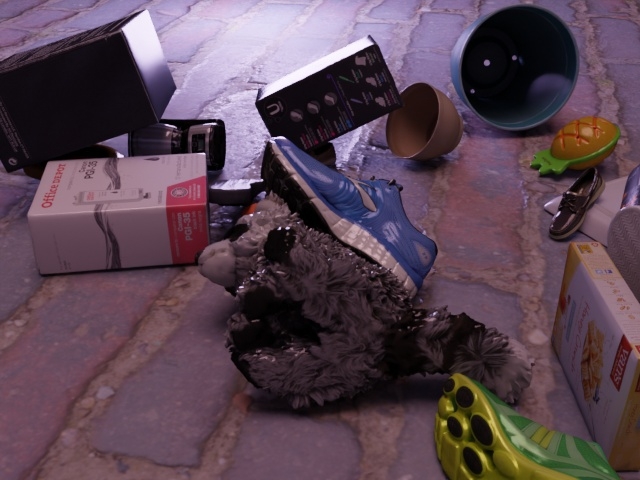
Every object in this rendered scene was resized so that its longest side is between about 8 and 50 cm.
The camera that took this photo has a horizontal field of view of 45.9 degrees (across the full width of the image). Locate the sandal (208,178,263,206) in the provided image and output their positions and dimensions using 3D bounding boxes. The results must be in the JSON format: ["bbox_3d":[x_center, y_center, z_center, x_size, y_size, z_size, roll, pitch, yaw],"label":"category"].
[{"bbox_3d":[-0.152,-0.077,1.352,0.097,0.055,0.254,0,9,6],"label":"sandal"}]

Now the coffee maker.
[{"bbox_3d":[-0.284,-0.205,1.545,0.178,0.120,0.171,3,31,4],"label":"coffee maker"}]

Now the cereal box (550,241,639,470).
[{"bbox_3d":[0.348,0.134,0.931,0.047,0.173,0.240,0,30,0],"label":"cereal box"}]

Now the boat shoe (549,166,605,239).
[{"bbox_3d":[0.446,-0.068,1.334,0.056,0.049,0.152,15,59,48],"label":"boat shoe"}]

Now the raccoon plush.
[{"bbox_3d":[0.039,0.098,1.062,0.446,0.216,0.299,27,15,-10],"label":"raccoon plush"}]

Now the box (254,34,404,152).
[{"bbox_3d":[0.015,-0.296,1.560,0.270,0.143,0.165,-25,19,7],"label":"box"}]

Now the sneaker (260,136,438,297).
[{"bbox_3d":[0.043,-0.047,1.178,0.330,0.130,0.147,43,59,8],"label":"sneaker"}]

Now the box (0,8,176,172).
[{"bbox_3d":[-0.447,-0.287,1.416,0.294,0.183,0.296,-18,23,5],"label":"box"}]

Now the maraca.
[{"bbox_3d":[0.520,-0.189,1.543,0.185,0.099,0.127,-28,25,2],"label":"maraca"}]

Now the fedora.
[{"bbox_3d":[-0.469,-0.126,1.455,0.194,0.079,0.194,2,26,-1],"label":"fedora"}]

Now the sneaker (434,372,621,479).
[{"bbox_3d":[0.234,0.252,0.829,0.123,0.109,0.295,10,18,-36],"label":"sneaker"}]

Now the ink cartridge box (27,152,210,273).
[{"bbox_3d":[-0.333,-0.051,1.291,0.283,0.117,0.207,-4,32,-7],"label":"ink cartridge box"}]

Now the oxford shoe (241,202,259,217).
[{"bbox_3d":[0.000,0.000,1.256,0.271,0.097,0.098,-1,52,5],"label":"oxford shoe"}]

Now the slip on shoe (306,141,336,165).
[{"bbox_3d":[-0.024,-0.167,1.555,0.135,0.041,0.051,-20,36,-29],"label":"slip on shoe"}]

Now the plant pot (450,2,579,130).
[{"bbox_3d":[0.424,-0.409,1.769,0.271,0.272,0.255,-3,16,-4],"label":"plant pot"}]

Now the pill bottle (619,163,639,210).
[{"bbox_3d":[0.520,-0.010,1.157,0.130,0.130,0.246,13,45,21],"label":"pill bottle"}]

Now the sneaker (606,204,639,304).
[{"bbox_3d":[0.510,0.077,1.008,0.169,0.108,0.293,-14,73,-28],"label":"sneaker"}]

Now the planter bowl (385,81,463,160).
[{"bbox_3d":[0.229,-0.239,1.586,0.109,0.162,0.162,12,21,-36],"label":"planter bowl"}]

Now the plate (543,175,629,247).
[{"bbox_3d":[0.599,-0.049,1.357,0.277,0.045,0.278,-15,35,-24],"label":"plate"}]
